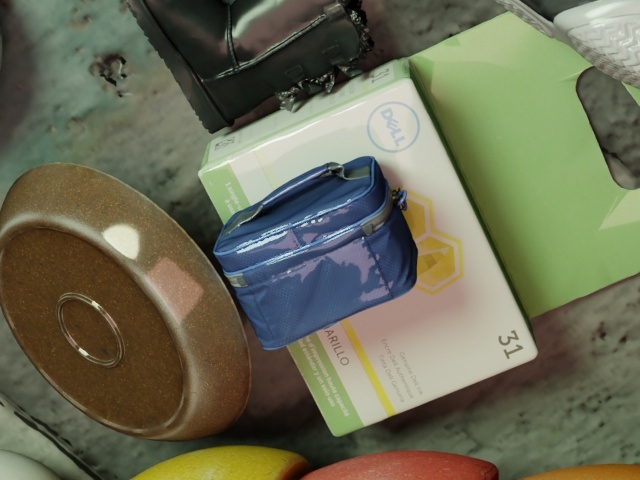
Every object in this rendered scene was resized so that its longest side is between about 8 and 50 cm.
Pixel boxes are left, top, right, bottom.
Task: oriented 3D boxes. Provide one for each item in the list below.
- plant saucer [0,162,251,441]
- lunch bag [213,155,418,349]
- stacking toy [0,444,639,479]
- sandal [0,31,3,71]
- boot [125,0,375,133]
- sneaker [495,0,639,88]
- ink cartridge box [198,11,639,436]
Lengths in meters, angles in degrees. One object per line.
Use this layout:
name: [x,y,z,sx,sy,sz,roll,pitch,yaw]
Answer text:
plant saucer: [-0.110,0.040,0.855,0.168,0.029,0.168,23,134,26]
lunch bag: [0.000,0.000,0.815,0.098,0.067,0.065,-25,108,11]
stacking toy: [-0.021,0.211,0.870,0.480,0.350,0.351,19,111,11]
sandal: [-0.360,-0.039,0.837,0.416,0.102,0.169,-27,109,10]
boot: [-0.037,-0.118,0.838,0.099,0.045,0.121,-26,116,12]
sneaker: [0.113,-0.188,0.788,0.268,0.101,0.153,33,94,-3]
ink cartridge box: [0.078,-0.018,0.873,0.235,0.056,0.171,-23,109,11]
